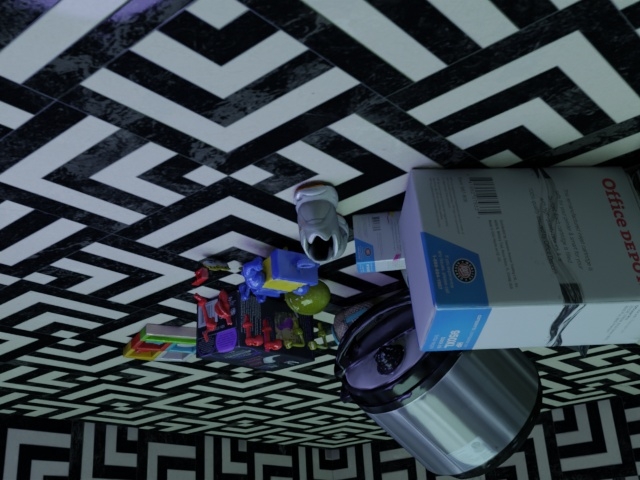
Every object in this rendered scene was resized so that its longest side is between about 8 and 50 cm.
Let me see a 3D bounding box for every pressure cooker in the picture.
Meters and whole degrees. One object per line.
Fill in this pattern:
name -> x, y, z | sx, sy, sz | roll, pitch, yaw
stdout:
pressure cooker -> 0.260, 0.292, 1.809 | 0.420, 0.370, 0.375 | 44, 165, -18

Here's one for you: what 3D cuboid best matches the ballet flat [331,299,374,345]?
ballet flat -> 0.217, 0.268, 2.133 | 0.182, 0.164, 0.483 | -35, 145, 17

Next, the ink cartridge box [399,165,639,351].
ink cartridge box -> 0.356, 0.029, 1.363 | 0.395, 0.285, 0.166 | -1, 145, -5

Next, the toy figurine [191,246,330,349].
toy figurine -> -0.060, 0.107, 1.659 | 0.362, 0.191, 0.217 | 13, 147, -37

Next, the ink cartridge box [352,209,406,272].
ink cartridge box -> 0.157, -0.001, 1.524 | 0.181, 0.104, 0.061 | -5, 157, 4

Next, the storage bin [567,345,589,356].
storage bin -> 0.736, 0.270, 2.282 | 0.091, 0.098, 0.135 | 17, 167, 27

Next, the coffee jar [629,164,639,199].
coffee jar -> 0.589, -0.107, 1.352 | 0.079, 0.096, 0.184 | -3, 158, 0

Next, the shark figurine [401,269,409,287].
shark figurine -> 0.259, 0.056, 1.581 | 0.278, 0.116, 0.166 | -27, -169, 34

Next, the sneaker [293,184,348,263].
sneaker -> 0.000, 0.000, 1.483 | 0.099, 0.121, 0.262 | -6, 157, 8

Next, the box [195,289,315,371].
box -> -0.161, 0.234, 1.977 | 0.165, 0.143, 0.270 | -20, 153, 37

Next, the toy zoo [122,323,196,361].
toy zoo -> -0.444, 0.301, 2.240 | 0.192, 0.030, 0.293 | 9, 154, -27
